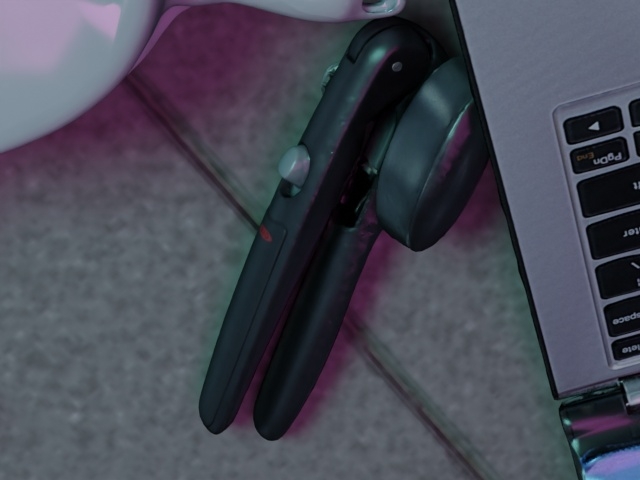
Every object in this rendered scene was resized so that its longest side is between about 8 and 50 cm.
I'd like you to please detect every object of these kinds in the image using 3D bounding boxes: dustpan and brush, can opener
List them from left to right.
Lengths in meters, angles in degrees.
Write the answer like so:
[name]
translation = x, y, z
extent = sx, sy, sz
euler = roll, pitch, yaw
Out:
[dustpan and brush]
translation = -0.071, -0.084, 0.530
extent = 0.211, 0.060, 0.147
euler = 7, 113, -10
[can opener]
translation = 0.000, 0.000, 0.634
extent = 0.059, 0.073, 0.186
euler = 21, 115, -23

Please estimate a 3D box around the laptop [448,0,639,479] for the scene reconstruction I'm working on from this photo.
[laptop]
translation = 0.276, 0.046, 0.546
extent = 0.382, 0.236, 0.408
euler = -16, 134, 5
